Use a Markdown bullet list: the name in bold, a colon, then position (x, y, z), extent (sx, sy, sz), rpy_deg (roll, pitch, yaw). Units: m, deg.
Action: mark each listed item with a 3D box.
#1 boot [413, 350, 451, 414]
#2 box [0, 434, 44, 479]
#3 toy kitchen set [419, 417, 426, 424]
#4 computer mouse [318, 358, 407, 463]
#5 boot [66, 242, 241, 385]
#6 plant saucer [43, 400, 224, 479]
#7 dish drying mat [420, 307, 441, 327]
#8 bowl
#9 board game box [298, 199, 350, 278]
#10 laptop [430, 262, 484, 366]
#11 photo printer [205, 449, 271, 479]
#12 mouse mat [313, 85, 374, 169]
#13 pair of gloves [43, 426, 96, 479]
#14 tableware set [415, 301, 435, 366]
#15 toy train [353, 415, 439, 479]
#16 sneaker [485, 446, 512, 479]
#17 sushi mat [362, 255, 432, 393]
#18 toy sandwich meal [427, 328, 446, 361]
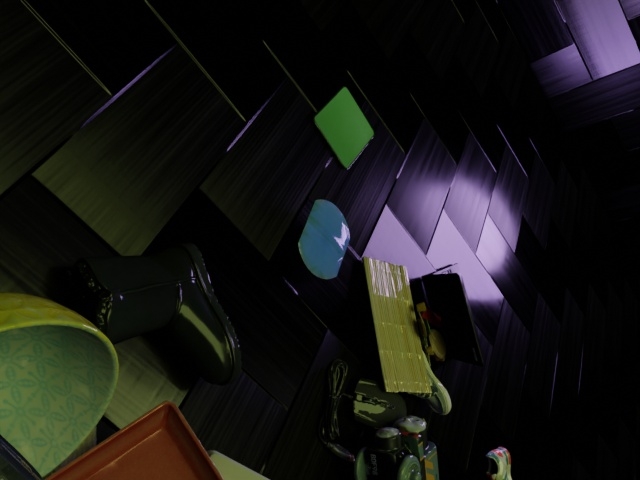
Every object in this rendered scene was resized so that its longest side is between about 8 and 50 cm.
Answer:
- **boot**: position (0.232, 0.345, 1.283), extent (0.086, 0.069, 0.190), rpy_deg (-33, 93, -42)
- **box**: position (-0.389, 0.290, 0.511), extent (0.232, 0.059, 0.183), rpy_deg (-35, 148, -28)
- **toy kitchen set**: position (0.240, 0.463, 1.245), extent (0.075, 0.068, 0.083), rpy_deg (-45, 112, -44)
- **computer mouse**: position (0.104, 0.374, 1.133), extent (0.262, 0.060, 0.184), rpy_deg (39, 52, -32)
- **boot**: position (-0.244, 0.128, 0.809), extent (0.207, 0.094, 0.247), rpy_deg (-15, 82, -52)
- **plant saucer**: position (-0.225, 0.373, 0.652), extent (0.259, 0.048, 0.258), rpy_deg (-31, 73, -28)
- **dish drying mat**: position (0.288, 0.200, 1.424), extent (0.083, 0.008, 0.032), rpy_deg (34, 54, -36)
- **bowl**: position (-0.385, 0.153, 0.582), extent (0.156, 0.289, 0.289), rpy_deg (40, 32, 28)
- **board game box**: position (0.000, 0.000, 1.163), extent (0.133, 0.033, 0.169), rpy_deg (43, 55, -36)
- **laptop**: position (0.388, 0.183, 1.435), extent (0.264, 0.136, 0.234), rpy_deg (-13, 88, -50)
- **photo printer**: position (-0.117, 0.475, 0.716), extent (0.256, 0.107, 0.307), rpy_deg (27, 54, 3)
- **mouse mat**: position (0.061, -0.278, 1.334), extent (0.153, 0.007, 0.190), rpy_deg (55, 44, -20)
- **pair of gloves**: position (-0.273, 0.351, 0.750), extent (0.240, 0.042, 0.204), rpy_deg (21, 63, -43)
- **tableware set**: position (0.252, 0.216, 1.309), extent (0.104, 0.024, 0.154), rpy_deg (-100, 176, -60)
- **toy train**: position (0.169, 0.522, 1.090), extent (0.190, 0.142, 0.334), rpy_deg (-10, 93, -54)
- **sneaker**: position (0.476, 0.641, 1.463), extent (0.075, 0.057, 0.161), rpy_deg (-2, 80, -30)
- **sushi mat**: position (0.174, 0.190, 1.250), extent (0.151, 0.019, 0.317), rpy_deg (12, 60, -37)
- **toy sandwich meal**: position (0.291, 0.266, 1.388), extent (0.085, 0.029, 0.086), rpy_deg (36, 40, -37)
